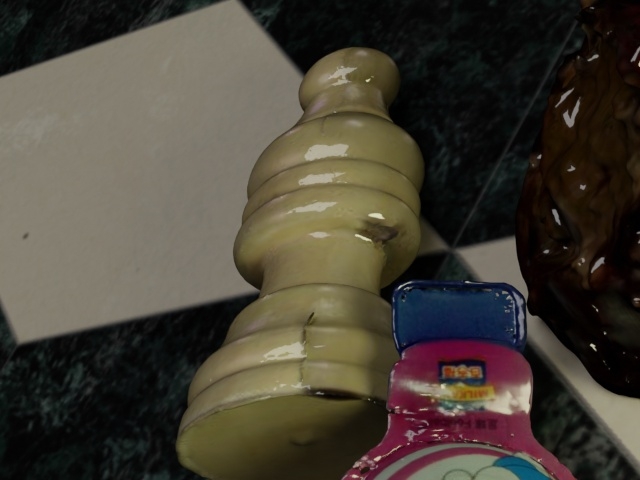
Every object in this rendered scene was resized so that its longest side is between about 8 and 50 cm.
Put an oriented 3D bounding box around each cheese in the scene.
[{"bbox_3d":[0.074,0.134,0.775,0.155,0.062,0.244,3,67,-2],"label":"cheese"}]

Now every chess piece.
[{"bbox_3d":[0.000,0.000,0.945,0.139,0.124,0.307,-44,31,45],"label":"chess piece"}]

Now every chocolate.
[{"bbox_3d":[0.173,-0.045,0.790,0.206,0.177,0.224,-40,42,6],"label":"chocolate"}]
